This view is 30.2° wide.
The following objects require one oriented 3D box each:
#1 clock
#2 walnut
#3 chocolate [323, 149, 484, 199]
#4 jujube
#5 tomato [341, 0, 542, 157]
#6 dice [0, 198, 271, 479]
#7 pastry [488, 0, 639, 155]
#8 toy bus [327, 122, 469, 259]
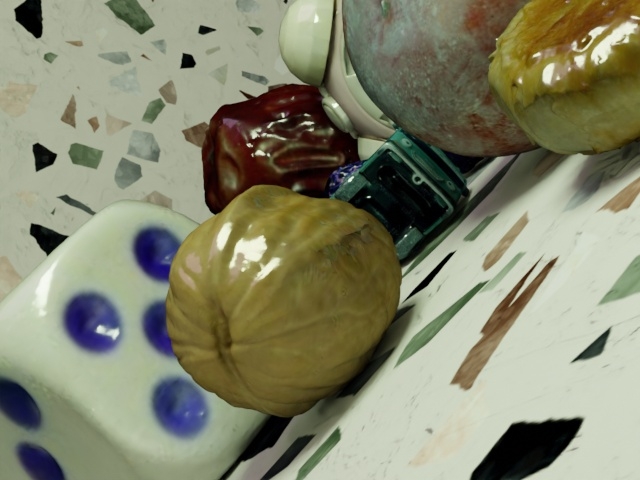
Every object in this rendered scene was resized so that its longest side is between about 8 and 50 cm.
[{"bbox_3d":[0.138,-0.278,1.775,0.326,0.342,0.184,-39,3,-4],"label":"clock"},{"bbox_3d":[-0.034,0.054,1.161,0.225,0.225,0.261,-42,1,30],"label":"walnut"},{"bbox_3d":[0.149,-0.112,1.615,0.343,0.126,0.148,-38,48,41],"label":"chocolate"},{"bbox_3d":[-0.021,-0.148,1.958,0.376,0.258,0.258,-18,4,-3],"label":"jujube"},{"bbox_3d":[0.175,-0.243,1.249,0.282,0.317,0.316,-10,-16,-32],"label":"tomato"},{"bbox_3d":[-0.234,0.159,1.377,0.277,0.304,0.304,-42,6,42],"label":"dice"},{"bbox_3d":[0.263,-0.169,0.995,0.236,0.121,0.257,-52,24,-20],"label":"pastry"},{"bbox_3d":[0.062,-0.025,1.489,0.256,0.128,0.147,-44,3,33],"label":"toy bus"}]
